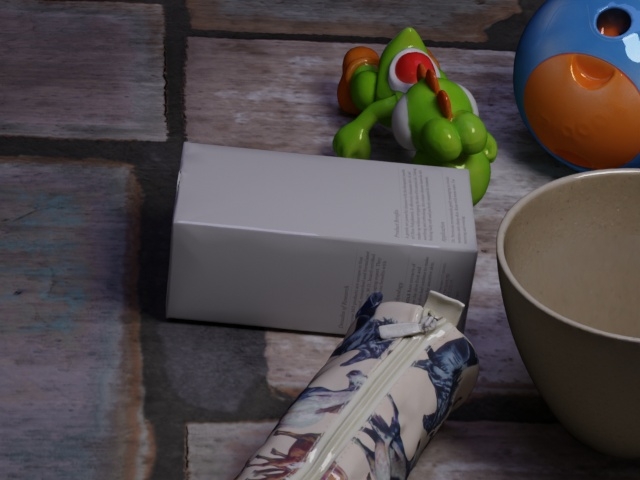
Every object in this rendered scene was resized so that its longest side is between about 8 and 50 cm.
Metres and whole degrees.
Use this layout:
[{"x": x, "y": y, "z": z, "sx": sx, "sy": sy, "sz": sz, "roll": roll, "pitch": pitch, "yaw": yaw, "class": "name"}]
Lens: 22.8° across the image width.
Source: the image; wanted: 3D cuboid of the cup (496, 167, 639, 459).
[{"x": 0.357, "y": 0.105, "z": 1.783, "sx": 0.331, "sy": 0.237, "sz": 0.331, "roll": 0, "pitch": 34, "yaw": 0, "class": "cup"}]

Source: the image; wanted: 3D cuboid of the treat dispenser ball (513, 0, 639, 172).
[{"x": 0.416, "y": -0.233, "z": 2.238, "sx": 0.288, "sy": 0.288, "sz": 0.288, "roll": 4, "pitch": 35, "yaw": -3, "class": "treat dispenser ball"}]

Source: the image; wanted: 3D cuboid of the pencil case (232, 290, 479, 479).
[{"x": 0.021, "y": 0.217, "z": 1.632, "sx": 0.160, "sy": 0.183, "sz": 0.410, "roll": 21, "pitch": 38, "yaw": 18, "class": "pencil case"}]

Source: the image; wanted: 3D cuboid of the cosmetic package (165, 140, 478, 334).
[{"x": 0.000, "y": 0.000, "z": 1.957, "sx": 0.366, "sy": 0.155, "sz": 0.197, "roll": 5, "pitch": 35, "yaw": -1, "class": "cosmetic package"}]

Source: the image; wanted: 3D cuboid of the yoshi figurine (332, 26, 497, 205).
[{"x": 0.141, "y": -0.149, "z": 2.225, "sx": 0.203, "sy": 0.203, "sz": 0.362, "roll": 39, "pitch": 8, "yaw": -25, "class": "yoshi figurine"}]
